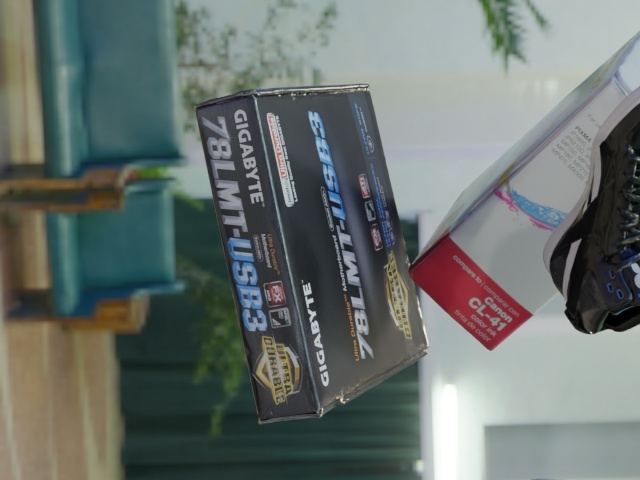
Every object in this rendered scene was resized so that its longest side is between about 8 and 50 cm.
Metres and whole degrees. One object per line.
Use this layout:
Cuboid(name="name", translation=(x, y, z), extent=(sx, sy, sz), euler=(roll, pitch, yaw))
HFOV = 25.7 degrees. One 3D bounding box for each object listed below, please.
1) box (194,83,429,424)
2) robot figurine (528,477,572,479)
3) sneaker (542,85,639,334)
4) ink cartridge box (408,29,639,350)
Cuboid(name="box", translation=(0.000, 0.000, 1.351), extent=(0.293, 0.073, 0.295), euler=(-15, 94, -68))
Cuboid(name="robot figurine", translation=(0.273, 0.331, 1.226), extent=(0.200, 0.353, 0.300), euler=(-46, 117, -36))
Cuboid(name="sneaker", translation=(0.257, -0.012, 1.117), extent=(0.121, 0.079, 0.217), euler=(-108, -153, -43))
Cuboid(name="ink cartridge box", translation=(0.256, -0.058, 1.439), extent=(0.306, 0.131, 0.226), euler=(-43, -178, 33))
